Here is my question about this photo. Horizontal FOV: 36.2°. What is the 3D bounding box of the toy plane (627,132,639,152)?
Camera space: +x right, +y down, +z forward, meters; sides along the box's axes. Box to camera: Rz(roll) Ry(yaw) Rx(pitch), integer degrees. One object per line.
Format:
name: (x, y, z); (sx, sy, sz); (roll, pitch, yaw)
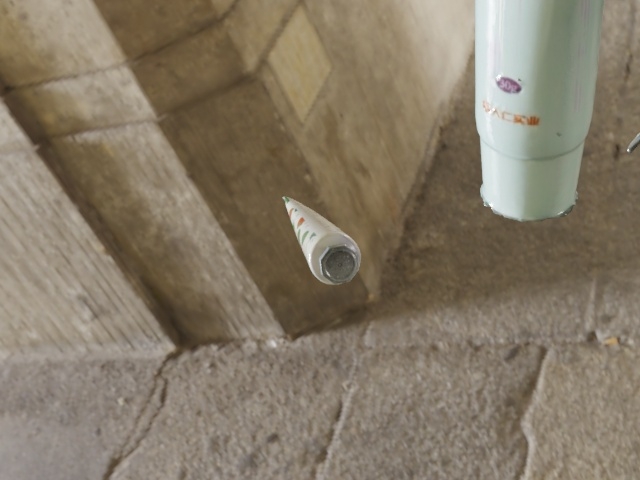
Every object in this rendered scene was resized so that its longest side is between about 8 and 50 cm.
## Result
toy plane: (0.282, -0.148, 0.630); (0.226, 0.058, 0.226); (-52, -17, 29)

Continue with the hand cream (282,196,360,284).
hand cream: (0.000, 0.000, 1.204); (0.059, 0.095, 0.276); (-41, 14, 1)

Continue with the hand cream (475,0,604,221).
hand cream: (0.098, -0.153, 0.416); (0.058, 0.331, 0.085); (-30, 45, -29)
